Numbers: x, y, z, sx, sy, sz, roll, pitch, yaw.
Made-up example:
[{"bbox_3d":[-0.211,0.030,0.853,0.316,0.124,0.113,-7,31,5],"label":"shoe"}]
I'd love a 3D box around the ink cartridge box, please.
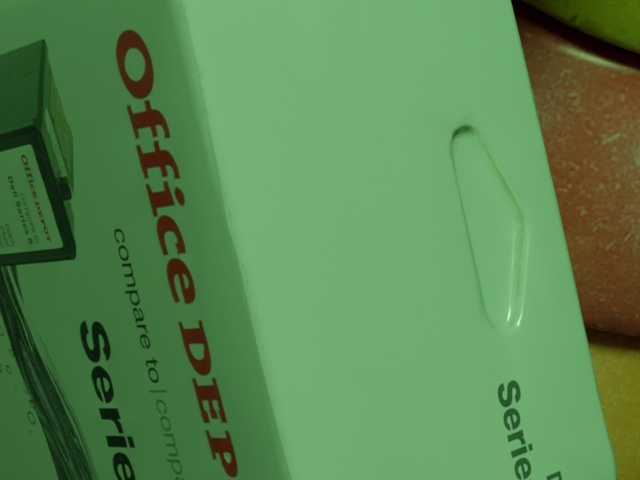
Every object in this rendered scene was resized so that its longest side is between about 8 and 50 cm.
[{"bbox_3d":[-0.054,0.010,0.645,0.273,0.114,0.198,-7,99,53],"label":"ink cartridge box"}]

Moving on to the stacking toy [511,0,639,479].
[{"bbox_3d":[0.118,-0.107,0.752,0.350,0.351,0.480,18,131,2],"label":"stacking toy"}]
